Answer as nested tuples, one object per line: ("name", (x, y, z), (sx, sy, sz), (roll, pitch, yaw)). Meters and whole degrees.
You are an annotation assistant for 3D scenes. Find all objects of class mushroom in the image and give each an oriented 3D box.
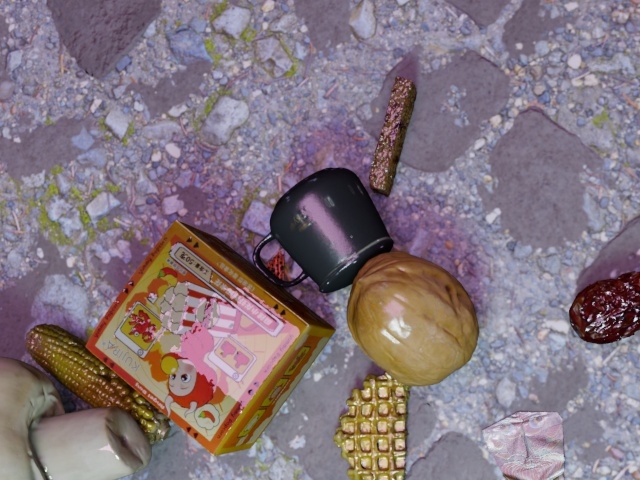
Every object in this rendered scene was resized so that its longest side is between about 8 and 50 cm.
("mushroom", (-0.496, 0.349, 1.695), (0.353, 0.353, 0.325), (-45, 97, 4))

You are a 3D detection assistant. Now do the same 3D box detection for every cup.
("cup", (0.000, 0.000, 1.729), (0.223, 0.169, 0.176), (-37, 81, 9))

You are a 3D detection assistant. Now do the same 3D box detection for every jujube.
("jujube", (0.463, 0.097, 1.620), (0.166, 0.104, 0.104), (-28, 75, 4))

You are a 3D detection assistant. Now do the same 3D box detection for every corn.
("corn", (-0.381, 0.246, 1.826), (0.320, 0.097, 0.097), (32, 90, 19))

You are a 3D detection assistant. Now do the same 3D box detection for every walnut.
("walnut", (0.139, 0.120, 1.639), (0.195, 0.221, 0.195), (-38, 31, 27))

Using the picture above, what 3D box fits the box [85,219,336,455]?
("box", (-0.176, 0.159, 1.716), (0.283, 0.214, 0.259), (36, 94, 14))

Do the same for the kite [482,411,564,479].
("kite", (0.333, 0.383, 1.650), (0.127, 0.016, 0.229), (-12, 75, 16))

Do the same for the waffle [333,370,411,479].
("waffle", (0.104, 0.308, 1.707), (0.160, 0.046, 0.192), (34, 91, 20))

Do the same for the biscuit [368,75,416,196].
("biscuit", (0.122, -0.175, 1.774), (0.034, 0.064, 0.199), (13, 85, 17))

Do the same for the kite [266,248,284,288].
("kite", (-0.105, 0.127, 1.814), (0.222, 0.008, 0.125), (-43, 73, 5))
